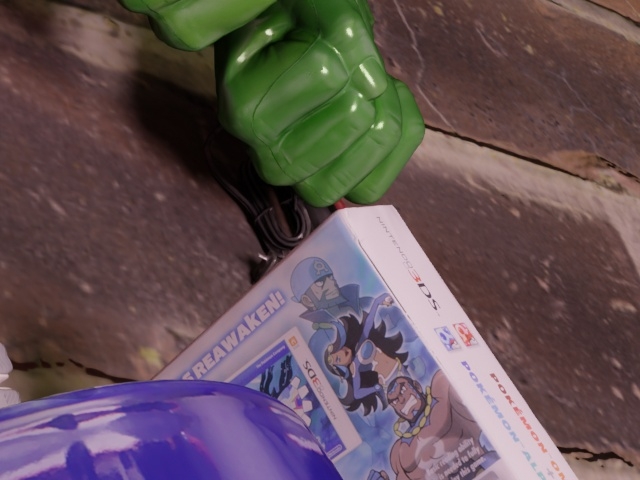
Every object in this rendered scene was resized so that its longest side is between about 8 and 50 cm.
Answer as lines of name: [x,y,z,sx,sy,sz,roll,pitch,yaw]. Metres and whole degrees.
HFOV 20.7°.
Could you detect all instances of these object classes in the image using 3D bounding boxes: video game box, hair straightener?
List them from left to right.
video game box: [-0.001,0.120,0.656,0.187,0.205,0.048,56,28,14]
hair straightener: [0.000,0.000,0.946,0.089,0.047,0.230,5,50,-48]

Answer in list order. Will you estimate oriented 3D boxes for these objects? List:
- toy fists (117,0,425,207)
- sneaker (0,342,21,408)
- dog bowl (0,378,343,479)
toy fists: [-0.035,-0.128,0.876,0.279,0.096,0.142,53,22,-41]
sneaker: [-0.170,0.080,0.614,0.132,0.086,0.229,-11,63,-52]
dog bowl: [-0.093,0.151,0.448,0.265,0.265,0.104,1,50,-50]
